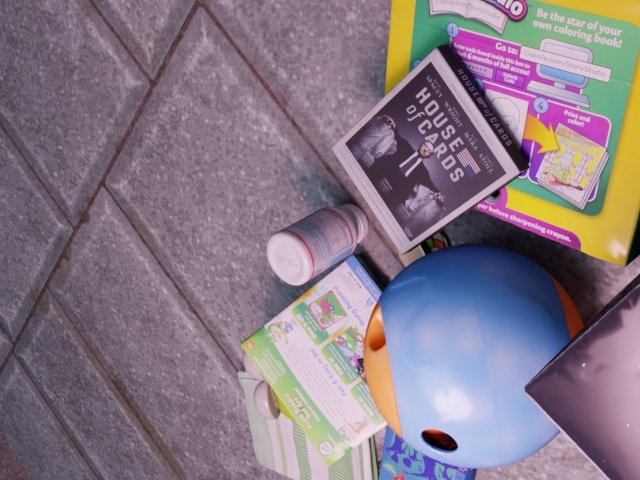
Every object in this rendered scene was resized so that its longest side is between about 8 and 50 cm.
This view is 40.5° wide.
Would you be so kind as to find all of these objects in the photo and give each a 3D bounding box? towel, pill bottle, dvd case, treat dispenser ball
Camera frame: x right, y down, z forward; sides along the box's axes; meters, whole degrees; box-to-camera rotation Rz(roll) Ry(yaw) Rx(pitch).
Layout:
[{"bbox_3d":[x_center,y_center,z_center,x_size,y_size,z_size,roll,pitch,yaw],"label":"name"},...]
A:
[{"bbox_3d":[-0.023,0.388,1.674,0.325,0.038,0.248,13,121,40],"label":"towel"},{"bbox_3d":[0.000,0.000,1.339,0.087,0.160,0.087,22,126,35],"label":"pill bottle"},{"bbox_3d":[0.129,-0.106,1.094,0.179,0.029,0.239,57,140,6],"label":"dvd case"},{"bbox_3d":[0.199,0.148,1.132,0.288,0.288,0.288,23,126,35],"label":"treat dispenser ball"}]

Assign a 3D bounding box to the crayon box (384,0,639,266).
[{"bbox_3d":[0.249,-0.183,1.036,0.363,0.106,0.313,26,127,34],"label":"crayon box"}]

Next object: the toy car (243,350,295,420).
[{"bbox_3d":[-0.039,0.224,1.528,0.159,0.136,0.182,-10,104,14],"label":"toy car"}]

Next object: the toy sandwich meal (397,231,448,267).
[{"bbox_3d":[0.152,0.012,1.295,0.085,0.029,0.085,23,126,35],"label":"toy sandwich meal"}]

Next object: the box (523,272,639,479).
[{"bbox_3d":[0.421,0.055,0.845,0.179,0.312,0.343,48,136,15],"label":"box"}]

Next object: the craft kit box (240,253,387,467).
[{"bbox_3d":[0.039,0.192,1.397,0.247,0.061,0.250,-38,82,11],"label":"craft kit box"}]

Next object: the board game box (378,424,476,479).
[{"bbox_3d":[0.178,0.408,1.479,0.160,0.047,0.210,27,130,31],"label":"board game box"}]

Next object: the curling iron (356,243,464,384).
[{"bbox_3d":[0.141,0.119,1.292,0.274,0.068,0.035,-55,43,20],"label":"curling iron"}]
